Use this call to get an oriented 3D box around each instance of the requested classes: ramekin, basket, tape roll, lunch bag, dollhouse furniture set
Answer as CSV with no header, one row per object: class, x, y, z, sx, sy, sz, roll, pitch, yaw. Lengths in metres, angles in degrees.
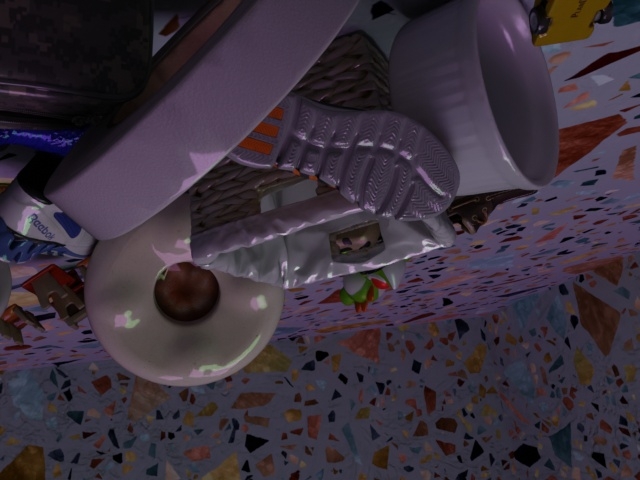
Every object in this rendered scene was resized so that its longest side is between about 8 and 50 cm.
ramekin,0.206,-0.191,1.080,0.135,0.277,0.277,-11,167,34
basket,-0.003,-0.100,1.252,0.328,0.266,0.331,-16,165,19
tape roll,-0.117,-0.165,0.807,0.072,0.392,0.392,44,137,-21
lunch bag,-0.331,-0.212,0.768,0.305,0.212,0.256,1,177,-35
dollhouse furniture set,-0.588,0.107,1.811,0.262,0.135,0.259,-34,166,-9

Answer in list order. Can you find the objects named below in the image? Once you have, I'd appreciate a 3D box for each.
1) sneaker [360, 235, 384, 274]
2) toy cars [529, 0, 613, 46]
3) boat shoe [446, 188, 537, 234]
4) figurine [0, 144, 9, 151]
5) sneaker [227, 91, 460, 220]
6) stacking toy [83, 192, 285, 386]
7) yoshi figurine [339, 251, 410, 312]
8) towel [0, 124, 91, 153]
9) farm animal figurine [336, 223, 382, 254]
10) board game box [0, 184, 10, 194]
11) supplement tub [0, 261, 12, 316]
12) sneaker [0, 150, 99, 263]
sneaker,0.142,-0.056,1.833,0.107,0.124,0.283,1,138,-42
toy cars,0.248,-0.342,0.913,0.176,0.087,0.394,-27,155,32
boat shoe,0.340,-0.070,1.862,0.342,0.123,0.123,-13,165,7
figurine,-0.541,-0.136,1.121,0.215,0.092,0.209,4,151,-40
sneaker,0.010,-0.127,1.002,0.321,0.124,0.180,20,-169,-18
stacking toy,-0.269,0.052,1.612,0.351,0.350,0.480,-9,-167,-8
yoshi figurine,0.135,0.033,2.107,0.203,0.204,0.362,-50,176,-40
towel,-0.372,-0.144,1.001,0.308,0.076,0.228,3,-163,-38
farm animal figurine,0.000,0.000,1.787,0.327,0.172,0.330,-19,163,27
board game box,-0.626,-0.065,1.392,0.259,0.039,0.124,-3,164,-36
supplement tub,-0.760,0.117,1.579,0.228,0.228,0.316,2,160,-39
sneaker,-0.404,-0.068,1.311,0.182,0.127,0.315,-46,174,16
